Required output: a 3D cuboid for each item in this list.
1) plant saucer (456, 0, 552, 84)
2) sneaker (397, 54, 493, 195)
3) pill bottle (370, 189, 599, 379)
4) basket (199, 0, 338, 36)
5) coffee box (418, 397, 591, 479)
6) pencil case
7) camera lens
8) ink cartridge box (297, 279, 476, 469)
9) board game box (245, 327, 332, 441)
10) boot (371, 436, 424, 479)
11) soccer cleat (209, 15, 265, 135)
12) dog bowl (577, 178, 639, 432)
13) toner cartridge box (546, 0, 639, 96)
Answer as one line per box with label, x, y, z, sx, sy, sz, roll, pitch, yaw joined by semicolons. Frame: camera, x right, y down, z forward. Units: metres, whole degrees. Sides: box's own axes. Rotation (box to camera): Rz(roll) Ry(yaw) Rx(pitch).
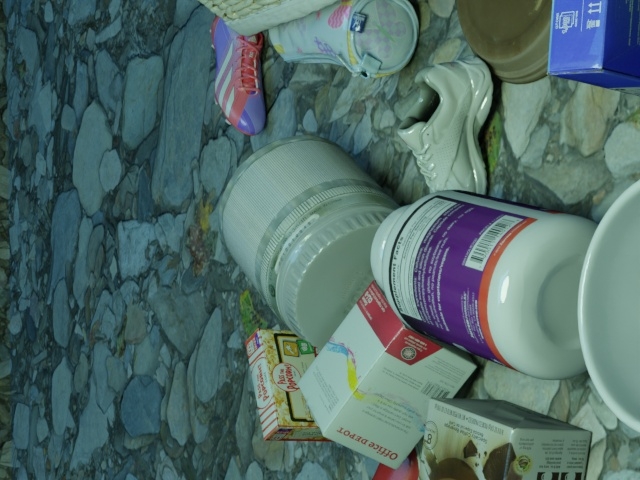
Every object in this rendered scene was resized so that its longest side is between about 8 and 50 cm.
plant saucer;0.247;-0.331;1.812;0.278;0.041;0.278;-14;74;59
sneaker;0.145;-0.116;1.862;0.090;0.115;0.232;21;113;61
pill bottle;0.192;0.041;1.703;0.323;0.181;0.182;18;101;60
basket;-0.066;-0.505;2.061;0.331;0.266;0.328;-9;53;59
coffee box;0.195;0.344;1.707;0.168;0.118;0.297;13;96;59
pencil case;0.029;-0.299;2.110;0.273;0.113;0.124;24;102;59
camera lens;0.000;0.000;2.002;0.274;0.219;0.219;49;127;52
ink cartridge box;0.080;0.170;1.867;0.176;0.128;0.127;-54;30;12
board game box;0.005;0.195;1.989;0.045;0.193;0.147;-48;45;46
boot;0.046;0.356;1.909;0.088;0.176;0.244;23;104;61
soccer cleat;-0.127;-0.287;2.419;0.095;0.083;0.248;-44;46;42
dog bowl;0.376;0.065;1.455;0.265;0.104;0.265;-17;70;58
toner cartridge box;0.326;-0.332;1.538;0.075;0.165;0.348;2;87;48
